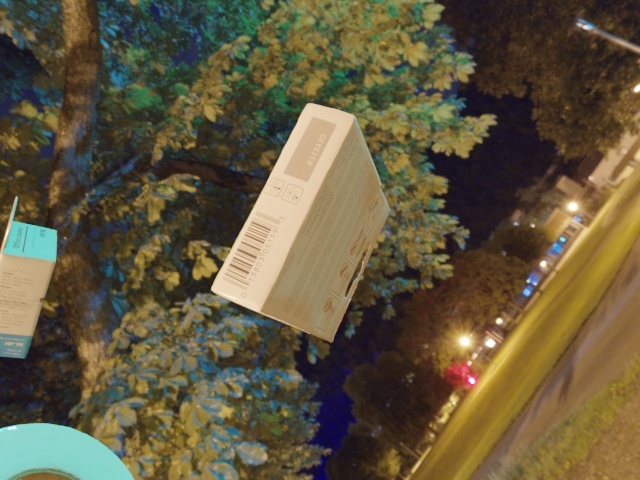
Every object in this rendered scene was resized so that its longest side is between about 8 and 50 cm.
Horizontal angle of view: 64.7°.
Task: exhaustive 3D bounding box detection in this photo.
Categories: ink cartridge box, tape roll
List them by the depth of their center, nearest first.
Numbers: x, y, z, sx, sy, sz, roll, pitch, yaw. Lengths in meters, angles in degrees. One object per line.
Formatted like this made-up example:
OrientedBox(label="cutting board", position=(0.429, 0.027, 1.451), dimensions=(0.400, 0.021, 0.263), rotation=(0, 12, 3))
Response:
OrientedBox(label="ink cartridge box", position=(0.000, 0.000, 0.506), dimensions=(0.180, 0.056, 0.224), rotation=(-64, -20, -9))
OrientedBox(label="tape roll", position=(-0.369, 0.380, 0.633), dimensions=(0.100, 0.286, 0.286), rotation=(-46, -18, 20))
OrientedBox(label="ink cartridge box", position=(-0.386, 0.046, 0.650), dimensions=(0.060, 0.104, 0.180), rotation=(16, -74, -32))
